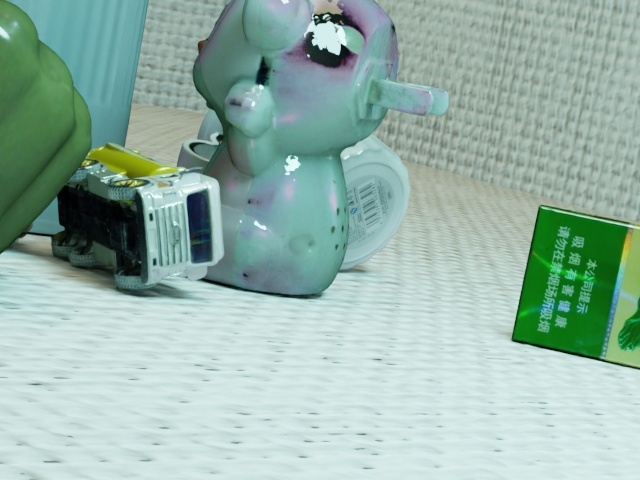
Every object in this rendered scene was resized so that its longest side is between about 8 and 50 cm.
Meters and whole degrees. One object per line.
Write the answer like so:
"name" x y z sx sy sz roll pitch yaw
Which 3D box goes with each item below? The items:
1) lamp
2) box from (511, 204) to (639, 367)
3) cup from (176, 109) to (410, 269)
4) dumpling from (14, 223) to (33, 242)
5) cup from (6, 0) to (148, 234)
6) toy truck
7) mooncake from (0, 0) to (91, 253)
"lamp" -0.012 -0.101 1.727 0.247 0.301 0.247 14 8 21
"box" 0.304 0.053 1.691 0.235 0.132 0.034 13 6 10
"cup" -0.037 -0.063 1.987 0.221 0.167 0.202 -29 42 -22
"dumpling" -0.302 -0.058 1.636 0.108 0.127 0.188 28 14 32
"cup" -0.293 -0.181 1.899 0.256 0.311 0.331 16 8 33
"toy truck" -0.166 -0.030 1.629 0.114 0.098 0.227 -12 17 -28
"mooncake" -0.338 -0.135 1.412 0.351 0.187 0.351 36 -15 11
